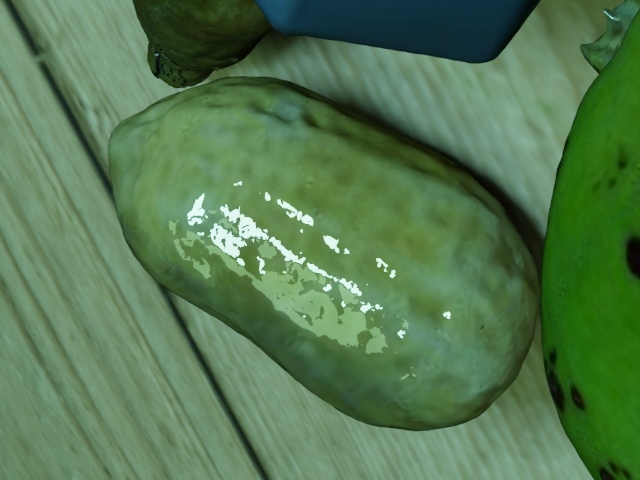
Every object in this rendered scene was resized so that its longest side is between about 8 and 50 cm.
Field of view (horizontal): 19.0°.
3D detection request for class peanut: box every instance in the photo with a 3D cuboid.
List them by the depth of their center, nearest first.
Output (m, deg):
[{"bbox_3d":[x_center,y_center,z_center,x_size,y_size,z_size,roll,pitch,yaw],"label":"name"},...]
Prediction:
[{"bbox_3d":[0.000,0.000,0.893,0.224,0.129,0.129,35,147,11],"label":"peanut"}]

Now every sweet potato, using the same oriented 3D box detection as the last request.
[{"bbox_3d":[-0.030,-0.116,0.866,0.112,0.085,0.286,53,152,-9],"label":"sweet potato"}]

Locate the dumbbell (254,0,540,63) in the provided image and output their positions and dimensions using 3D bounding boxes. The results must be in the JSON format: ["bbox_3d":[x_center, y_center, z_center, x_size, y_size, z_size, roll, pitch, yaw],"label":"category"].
[{"bbox_3d":[0.060,-0.192,0.584,0.325,0.160,0.144,120,153,-60],"label":"dumbbell"}]

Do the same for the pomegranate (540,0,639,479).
[{"bbox_3d":[0.192,0.004,0.533,0.270,0.254,0.254,36,147,20],"label":"pomegranate"}]
